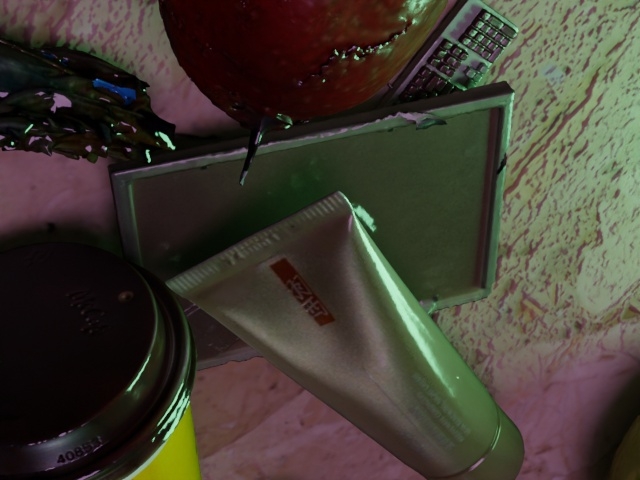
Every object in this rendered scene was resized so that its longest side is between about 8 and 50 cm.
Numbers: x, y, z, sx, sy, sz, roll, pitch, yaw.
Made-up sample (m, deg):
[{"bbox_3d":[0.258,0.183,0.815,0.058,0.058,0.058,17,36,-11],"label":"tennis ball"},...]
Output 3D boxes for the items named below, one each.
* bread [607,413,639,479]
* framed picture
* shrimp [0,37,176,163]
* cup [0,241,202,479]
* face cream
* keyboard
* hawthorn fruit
[{"bbox_3d":[0.402,0.229,1.109,0.320,0.237,0.320,-18,124,-28],"label":"bread"},{"bbox_3d":[0.000,0.000,0.907,0.281,0.019,0.209,-12,134,-13],"label":"framed picture"},{"bbox_3d":[-0.210,-0.032,0.717,0.290,0.222,0.054,2,156,-29],"label":"shrimp"},{"bbox_3d":[-0.161,0.146,0.862,0.196,0.196,0.279,-19,135,-8],"label":"cup"},{"bbox_3d":[0.043,0.089,0.946,0.137,0.084,0.341,-27,134,19],"label":"face cream"},{"bbox_3d":[0.068,-0.092,0.888,0.055,0.017,0.166,28,109,-34],"label":"keyboard"},{"bbox_3d":[-0.019,-0.141,0.722,0.181,0.181,0.235,14,112,-28],"label":"hawthorn fruit"}]
